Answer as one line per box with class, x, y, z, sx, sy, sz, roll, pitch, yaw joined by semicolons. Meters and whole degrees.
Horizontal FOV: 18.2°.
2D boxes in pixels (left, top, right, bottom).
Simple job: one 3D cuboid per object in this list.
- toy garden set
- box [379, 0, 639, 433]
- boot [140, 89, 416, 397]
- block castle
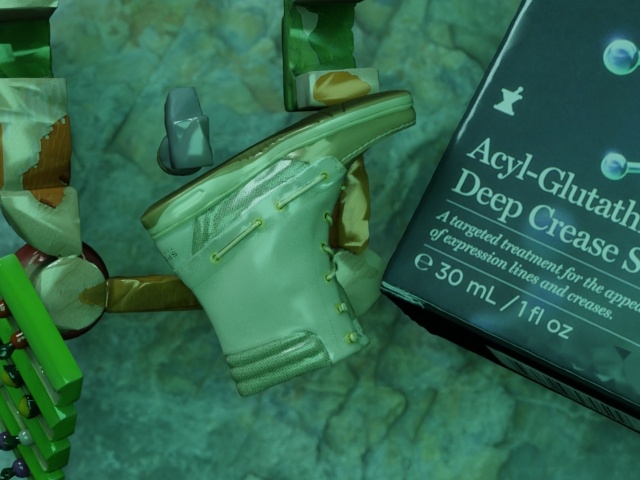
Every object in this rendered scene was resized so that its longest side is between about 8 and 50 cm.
toy garden set;-0.256;0.076;1.512;0.049;0.244;0.204;-24;70;-21
box;0.276;-0.059;1.509;0.293;0.212;0.395;25;84;17
boot;0.000;0.000;1.432;0.213;0.077;0.165;-29;96;-5
block castle;-0.112;-0.148;1.554;0.303;0.213;0.453;-3;91;-12
